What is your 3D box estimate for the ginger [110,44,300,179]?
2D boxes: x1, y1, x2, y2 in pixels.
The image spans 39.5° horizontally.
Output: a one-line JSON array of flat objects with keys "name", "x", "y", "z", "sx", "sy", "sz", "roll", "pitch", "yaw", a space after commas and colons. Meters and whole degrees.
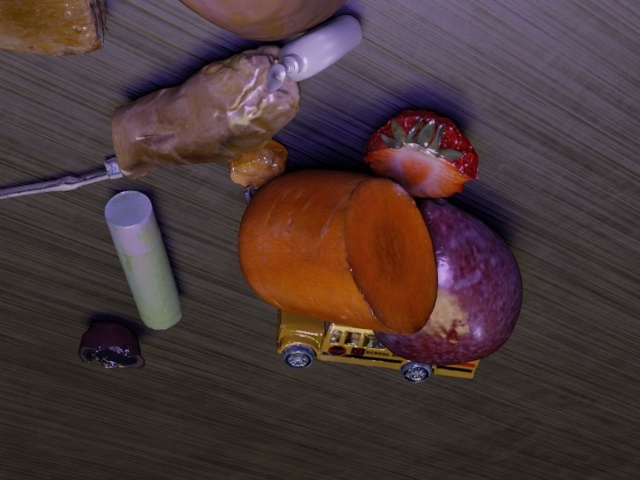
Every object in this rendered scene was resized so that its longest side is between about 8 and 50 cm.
[{"name": "ginger", "x": -0.136, "y": -0.148, "z": 1.079, "sx": 0.263, "sy": 0.109, "sz": 0.116, "roll": -16, "pitch": 168, "yaw": 27}]

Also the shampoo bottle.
[{"name": "shampoo bottle", "x": -0.011, "y": -0.200, "z": 0.955, "sx": 0.077, "sy": 0.152, "sz": 0.045, "roll": -18, "pitch": 105, "yaw": 33}]

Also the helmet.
[{"name": "helmet", "x": -0.376, "y": 0.187, "z": 1.619, "sx": 0.123, "sy": 0.070, "sz": 0.098, "roll": 17, "pitch": 150, "yaw": -31}]

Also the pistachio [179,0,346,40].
[{"name": "pistachio", "x": -0.051, "y": -0.275, "z": 0.839, "sx": 0.213, "sy": 0.162, "sz": 0.260, "roll": -3, "pitch": 170, "yaw": 28}]

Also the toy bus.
[{"name": "toy bus", "x": 0.099, "y": 0.148, "z": 1.484, "sx": 0.336, "sy": 0.121, "sz": 0.123, "roll": 8, "pitch": 136, "yaw": -8}]

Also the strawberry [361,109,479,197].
[{"name": "strawberry", "x": 0.133, "y": -0.106, "z": 1.142, "sx": 0.147, "sy": 0.082, "sz": 0.187, "roll": 24, "pitch": 161, "yaw": 7}]

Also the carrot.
[{"name": "carrot", "x": 0.000, "y": 0.000, "z": 1.159, "sx": 0.193, "sy": 0.214, "sz": 0.331, "roll": 21, "pitch": 167, "yaw": -40}]

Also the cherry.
[{"name": "cherry", "x": 0.172, "y": 0.064, "z": 1.288, "sx": 0.230, "sy": 0.203, "sz": 0.300, "roll": -1, "pitch": 133, "yaw": 19}]

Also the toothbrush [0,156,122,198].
[{"name": "toothbrush", "x": -0.386, "y": -0.079, "z": 1.271, "sx": 0.294, "sy": 0.026, "sz": 0.028, "roll": -12, "pitch": 125, "yaw": 20}]

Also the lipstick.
[{"name": "lipstick", "x": -0.272, "y": 0.040, "z": 1.395, "sx": 0.076, "sy": 0.076, "sz": 0.304, "roll": 1, "pitch": 145, "yaw": 3}]

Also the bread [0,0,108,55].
[{"name": "bread", "x": -0.295, "y": -0.272, "z": 0.915, "sx": 0.138, "sy": 0.102, "sz": 0.196, "roll": 7, "pitch": 147, "yaw": -2}]

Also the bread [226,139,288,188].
[{"name": "bread", "x": -0.086, "y": -0.103, "z": 1.195, "sx": 0.081, "sy": 0.046, "sz": 0.083, "roll": 4, "pitch": 144, "yaw": -12}]
